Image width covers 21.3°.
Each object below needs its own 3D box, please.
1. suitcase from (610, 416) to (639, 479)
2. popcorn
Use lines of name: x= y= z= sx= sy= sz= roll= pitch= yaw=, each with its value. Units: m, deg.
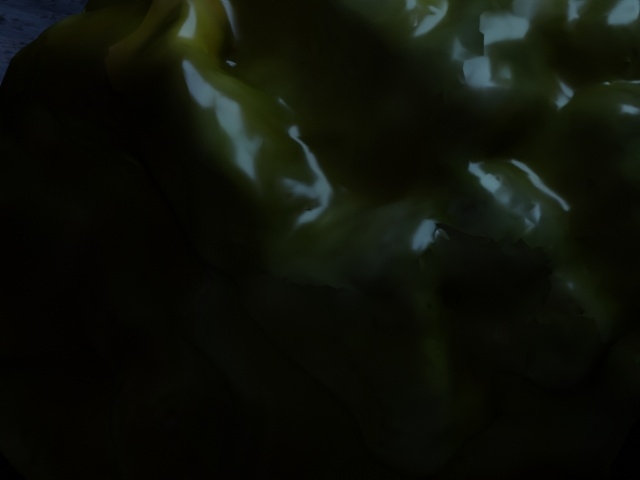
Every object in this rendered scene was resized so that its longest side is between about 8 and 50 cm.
suitcase: x=0.265 y=0.066 z=0.286 sx=0.345 sy=0.188 sz=0.339 roll=33 pitch=-16 yaw=-27
popcorn: x=0.000 y=0.000 z=0.474 sx=0.251 sy=0.206 sz=0.237 roll=-15 pitch=37 yaw=-8
